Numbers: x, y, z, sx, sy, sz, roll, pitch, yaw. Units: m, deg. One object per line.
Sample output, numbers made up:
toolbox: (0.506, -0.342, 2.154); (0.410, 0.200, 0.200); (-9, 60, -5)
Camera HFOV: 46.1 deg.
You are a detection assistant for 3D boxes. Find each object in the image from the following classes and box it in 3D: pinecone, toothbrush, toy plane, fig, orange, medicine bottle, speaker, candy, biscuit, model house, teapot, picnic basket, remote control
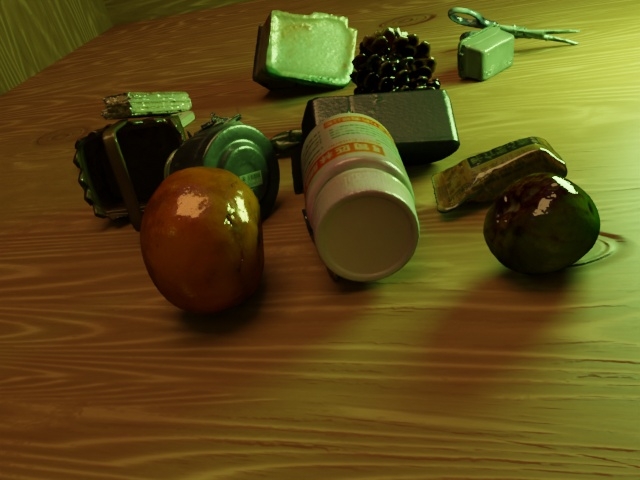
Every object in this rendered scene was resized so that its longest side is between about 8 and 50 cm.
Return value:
pinecone: (0.213, -0.425, 2.005); (0.246, 0.246, 0.292); (-20, 48, -6)
toothbrush: (-0.003, 0.001, 1.595); (0.031, 0.023, 0.321); (-20, 29, 0)
toy plane: (-0.333, -0.341, 2.283); (0.234, 0.082, 0.160); (-15, 3, 1)
fig: (0.391, -0.027, 1.311); (0.191, 0.180, 0.181); (3, 26, -15)
orange: (-0.221, 0.001, 1.442); (0.226, 0.283, 0.284); (-5, 31, 7)
medicine bottle: (0.073, -0.096, 1.526); (0.219, 0.219, 0.388); (-14, 30, 5)
speaker: (0.121, -0.234, 1.808); (0.389, 0.184, 0.180); (-4, 57, -2)
candy: (0.365, -0.137, 1.579); (0.272, 0.101, 0.143); (-19, 35, 8)
biscuit: (-0.442, -0.348, 1.925); (0.108, 0.061, 0.239); (-3, 9, 32)
model house: (-0.061, -0.607, 2.490); (0.312, 0.245, 0.280); (4, -4, -16)
teapot: (-0.255, -0.109, 1.768); (0.239, 0.321, 0.240); (5, -1, 43)
picnic basket: (-0.467, -0.179, 1.892); (0.292, 0.254, 0.321); (-13, 19, 1)
remote control: (-0.510, -0.370, 2.449); (0.090, 0.049, 0.230); (6, 35, 30)

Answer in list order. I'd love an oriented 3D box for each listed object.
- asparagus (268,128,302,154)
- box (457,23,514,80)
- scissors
asparagus: (-0.013, -0.285, 2.036); (0.287, 0.080, 0.080); (-7, 31, 14)
box: (0.486, -0.540, 2.185); (0.172, 0.124, 0.093); (-32, 44, -25)
scissors: (0.582, -0.625, 2.254); (0.384, 0.256, 0.029); (13, 84, 25)
